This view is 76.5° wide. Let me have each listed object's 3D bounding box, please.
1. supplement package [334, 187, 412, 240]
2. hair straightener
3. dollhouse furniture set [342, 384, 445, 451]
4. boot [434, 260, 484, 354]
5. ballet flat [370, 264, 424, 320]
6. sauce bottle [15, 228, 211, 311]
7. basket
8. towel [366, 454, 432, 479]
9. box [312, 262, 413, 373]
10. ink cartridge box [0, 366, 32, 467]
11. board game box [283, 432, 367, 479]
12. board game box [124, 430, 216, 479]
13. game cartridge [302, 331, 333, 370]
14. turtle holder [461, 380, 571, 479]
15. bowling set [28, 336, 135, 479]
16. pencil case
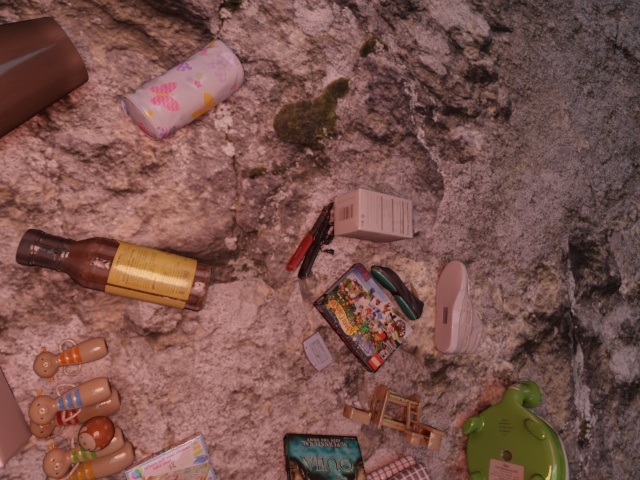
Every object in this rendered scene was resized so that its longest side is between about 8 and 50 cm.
[{"bbox_3d":[0.136,-0.059,1.040,0.179,0.105,0.105,8,77,-34],"label":"supplement package"},{"bbox_3d":[0.000,0.000,1.033,0.089,0.047,0.230,41,63,-30],"label":"hair straightener"},{"bbox_3d":[0.179,0.411,0.974,0.182,0.161,0.101,24,74,-19],"label":"dollhouse furniture set"},{"bbox_3d":[0.398,0.192,1.146,0.123,0.095,0.258,12,86,-27],"label":"boot"},{"bbox_3d":[0.211,0.123,1.081,0.074,0.074,0.203,-47,107,-21],"label":"ballet flat"},{"bbox_3d":[-0.398,0.055,0.812,0.344,0.111,0.111,18,76,-20],"label":"sauce bottle"},{"bbox_3d":[-0.586,-0.319,0.772,0.227,0.154,0.204,-39,99,-26],"label":"basket"},{"bbox_3d":[0.177,0.695,0.954,0.235,0.121,0.284,-15,88,-23],"label":"towel"},{"bbox_3d":[0.112,0.197,1.041,0.159,0.044,0.233,-42,99,-23],"label":"box"},{"bbox_3d":[-0.639,0.324,0.641,0.232,0.168,0.171,-25,92,-24],"label":"ink cartridge box"},{"bbox_3d":[0.012,0.507,0.921,0.186,0.026,0.126,12,33,-21],"label":"board game box"},{"bbox_3d":[-0.305,0.480,0.835,0.154,0.026,0.103,-18,90,-24],"label":"board game box"},{"bbox_3d":[-0.009,0.274,0.995,0.056,0.017,0.083,-29,94,-27],"label":"game cartridge"},{"bbox_3d":[0.521,0.556,1.083,0.227,0.243,0.320,33,31,-31],"label":"turtle holder"},{"bbox_3d":[-0.443,0.320,0.715,0.154,0.200,0.287,-15,84,-23],"label":"bowling set"},{"bbox_3d":[-0.302,-0.340,0.911,0.124,0.113,0.273,45,68,-1],"label":"pencil case"}]
